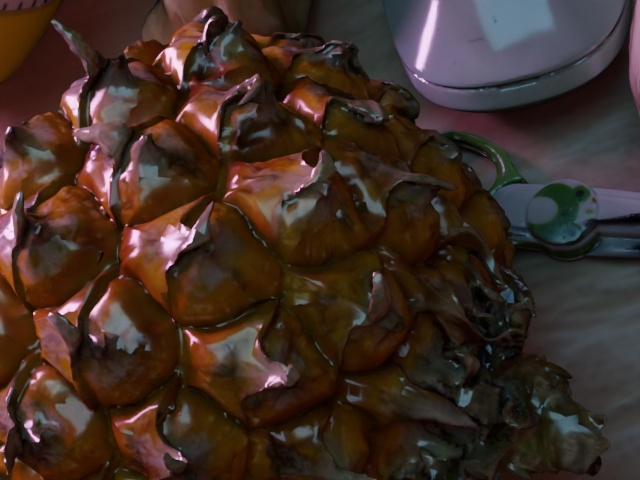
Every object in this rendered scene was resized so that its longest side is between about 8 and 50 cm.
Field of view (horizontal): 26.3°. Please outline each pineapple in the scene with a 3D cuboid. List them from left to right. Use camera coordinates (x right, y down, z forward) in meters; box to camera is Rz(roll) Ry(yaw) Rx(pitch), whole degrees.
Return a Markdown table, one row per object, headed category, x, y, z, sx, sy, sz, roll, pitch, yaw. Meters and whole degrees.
| category | x | y | z | sx | sy | sz | roll | pitch | yaw |
| --- | --- | --- | --- | --- | --- | --- | --- | --- | --- |
| pineapple | 0.003 | 0.001 | 0.657 | 0.286 | 0.209 | 0.344 | 17 | 52 | 29 |

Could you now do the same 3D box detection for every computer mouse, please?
| category | x | y | z | sx | sy | sz | roll | pitch | yaw |
| --- | --- | --- | --- | --- | --- | --- | --- | --- | --- |
| computer mouse | 0.109 | -0.208 | 0.864 | 0.160 | 0.097 | 0.288 | -12 | 63 | 17 |

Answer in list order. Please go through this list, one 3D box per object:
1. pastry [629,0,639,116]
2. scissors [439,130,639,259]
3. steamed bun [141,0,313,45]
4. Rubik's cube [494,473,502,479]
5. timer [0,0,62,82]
| category | x | y | z | sx | sy | sz | roll | pitch | yaw |
| --- | --- | --- | --- | --- | --- | --- | --- | --- | --- |
| pastry | 0.297 | -0.115 | 0.732 | 0.265 | 0.133 | 0.264 | -6 | 67 | 14 |
| scissors | 0.140 | -0.014 | 0.797 | 0.204 | 0.027 | 0.101 | 5 | 70 | 25 |
| steamed bun | -0.084 | -0.324 | 0.892 | 0.189 | 0.247 | 0.427 | 7 | 71 | 12 |
| Rubik's cube | 0.052 | 0.127 | 0.733 | 0.075 | 0.084 | 0.073 | -45 | 54 | 14 |
| timer | -0.317 | -0.178 | 0.934 | 0.285 | 0.285 | 0.285 | -8 | 63 | 16 |
